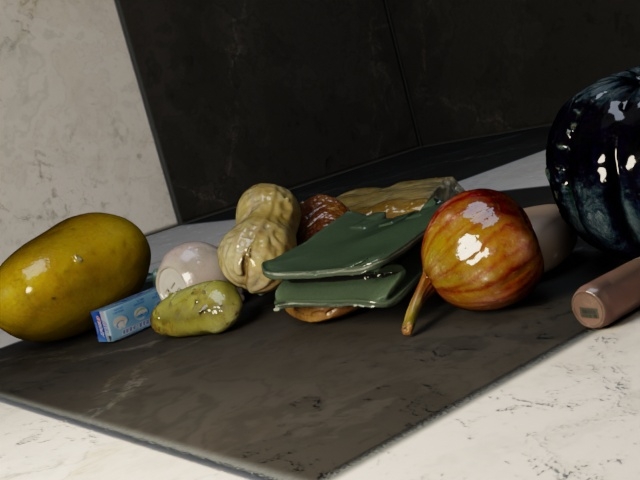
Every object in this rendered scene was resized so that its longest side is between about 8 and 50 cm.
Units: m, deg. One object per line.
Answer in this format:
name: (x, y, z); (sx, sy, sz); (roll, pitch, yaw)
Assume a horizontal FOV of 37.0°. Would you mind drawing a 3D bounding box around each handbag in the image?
handbag: (0.071, 0.017, 1.438); (0.248, 0.079, 0.260); (-4, 22, 44)

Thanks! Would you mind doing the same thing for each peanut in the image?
peanut: (-0.104, -0.009, 1.724); (0.149, 0.149, 0.313); (-13, 32, 11)

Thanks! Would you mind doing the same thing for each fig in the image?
fig: (0.195, 0.029, 1.300); (0.207, 0.175, 0.175); (-32, 2, 19)

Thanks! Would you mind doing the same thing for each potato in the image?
potato: (-0.208, 0.120, 1.625); (0.188, 0.085, 0.105); (-14, 29, 29)

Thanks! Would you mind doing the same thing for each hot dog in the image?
hot dog: (-0.003, 0.000, 1.810); (0.160, 0.099, 0.227); (-37, 29, 20)

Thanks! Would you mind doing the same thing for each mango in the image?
mango: (-0.488, 0.076, 1.868); (0.301, 0.220, 0.445); (-29, 6, 6)

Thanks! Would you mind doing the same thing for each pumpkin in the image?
pumpkin: (0.494, -0.117, 1.331); (0.363, 0.266, 0.363); (-15, 13, 3)

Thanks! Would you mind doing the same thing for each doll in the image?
doll: (-0.176, 0.054, 1.826); (0.151, 0.150, 0.287); (-7, 8, 44)

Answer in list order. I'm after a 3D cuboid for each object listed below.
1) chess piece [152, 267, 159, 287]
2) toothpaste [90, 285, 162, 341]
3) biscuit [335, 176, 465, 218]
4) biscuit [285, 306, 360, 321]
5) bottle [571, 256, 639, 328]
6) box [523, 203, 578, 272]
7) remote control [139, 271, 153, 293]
chess piece: (-0.316, 0.089, 2.116); (0.103, 0.067, 0.067); (-6, 8, -1)
toothpaste: (-0.313, 0.121, 1.847); (0.053, 0.066, 0.272); (-6, 12, 45)
biscuit: (0.126, -0.072, 2.254); (0.446, 0.104, 0.429); (-9, 10, 29)
biscuit: (0.073, 0.069, 1.571); (0.277, 0.052, 0.262); (-18, 11, -13)
bottle: (0.354, 0.058, 1.121); (0.140, 0.053, 0.053); (-20, 9, -36)
box: (0.313, 0.002, 1.458); (0.146, 0.088, 0.200); (-13, 7, 30)
remote control: (-0.361, 0.090, 2.209); (0.247, 0.052, 0.104); (-13, 7, 13)
